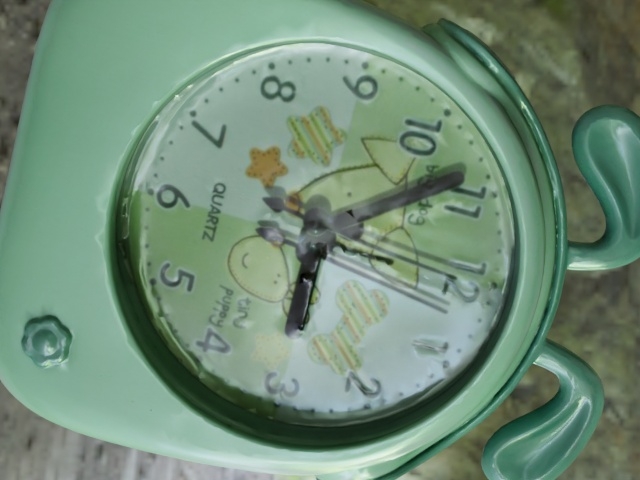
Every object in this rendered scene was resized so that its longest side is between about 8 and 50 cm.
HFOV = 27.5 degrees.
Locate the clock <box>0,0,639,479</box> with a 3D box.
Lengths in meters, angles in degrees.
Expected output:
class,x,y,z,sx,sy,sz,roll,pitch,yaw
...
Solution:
class,x,y,z,sx,sy,sz,roll,pitch,yaw
clock,0.000,0.000,0.392,0.060,0.189,0.148,-48,155,-79
